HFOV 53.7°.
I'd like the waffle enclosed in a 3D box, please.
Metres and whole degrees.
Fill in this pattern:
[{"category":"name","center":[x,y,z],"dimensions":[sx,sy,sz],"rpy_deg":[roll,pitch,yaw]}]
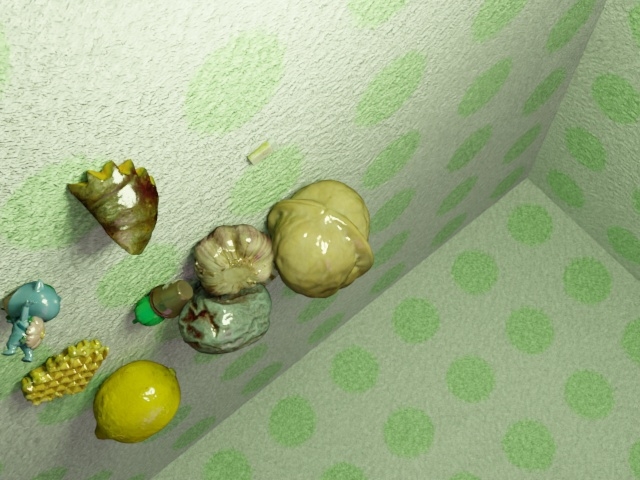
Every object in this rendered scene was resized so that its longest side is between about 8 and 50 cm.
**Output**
[{"category":"waffle","center":[-0.727,0.368,1.774],"dimensions":[0.219,0.057,0.229],"rpy_deg":[-8,141,-56]}]

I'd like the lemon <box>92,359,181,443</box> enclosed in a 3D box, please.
[{"category":"lemon","center":[-0.603,0.528,2.061],"dimensions":[0.319,0.245,0.245],"rpy_deg":[-37,160,-10]}]

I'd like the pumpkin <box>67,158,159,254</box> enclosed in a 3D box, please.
[{"category":"pumpkin","center":[-0.395,-0.066,1.351],"dimensions":[0.130,0.149,0.254],"rpy_deg":[-34,160,6]}]

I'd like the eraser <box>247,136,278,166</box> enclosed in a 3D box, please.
[{"category":"eraser","center":[-0.148,-0.229,1.629],"dimensions":[0.083,0.019,0.038],"rpy_deg":[-39,159,-5]}]

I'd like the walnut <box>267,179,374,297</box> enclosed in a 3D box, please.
[{"category":"walnut","center":[0.000,0.000,1.941],"dimensions":[0.381,0.381,0.381],"rpy_deg":[-35,159,-15]}]

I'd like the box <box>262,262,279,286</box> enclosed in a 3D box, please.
[{"category":"box","center":[-0.168,0.100,2.257],"dimensions":[0.220,0.032,0.122],"rpy_deg":[-42,161,0]}]

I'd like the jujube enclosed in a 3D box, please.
[{"category":"jujube","center":[-0.301,0.241,1.999],"dimensions":[0.308,0.246,0.215],"rpy_deg":[-10,133,-40]}]

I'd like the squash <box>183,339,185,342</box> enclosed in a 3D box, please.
[{"category":"squash","center":[-0.354,0.261,2.183],"dimensions":[0.318,0.071,0.080],"rpy_deg":[-43,-160,6]}]

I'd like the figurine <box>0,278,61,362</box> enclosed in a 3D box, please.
[{"category":"figurine","center":[-0.662,0.176,1.402],"dimensions":[0.144,0.178,0.114],"rpy_deg":[-6,150,22]}]

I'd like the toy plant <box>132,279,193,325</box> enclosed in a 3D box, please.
[{"category":"toy plant","center":[-0.459,0.185,1.826],"dimensions":[0.200,0.105,0.143],"rpy_deg":[-29,179,22]}]

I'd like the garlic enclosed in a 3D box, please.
[{"category":"garlic","center":[-0.250,0.044,1.818],"dimensions":[0.244,0.161,0.245],"rpy_deg":[-9,135,-9]}]
